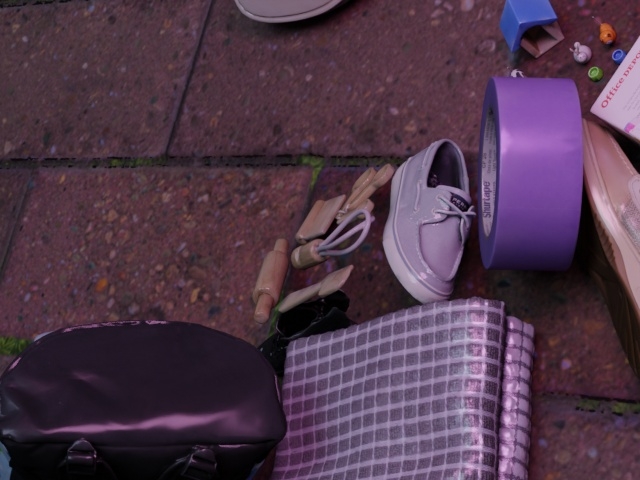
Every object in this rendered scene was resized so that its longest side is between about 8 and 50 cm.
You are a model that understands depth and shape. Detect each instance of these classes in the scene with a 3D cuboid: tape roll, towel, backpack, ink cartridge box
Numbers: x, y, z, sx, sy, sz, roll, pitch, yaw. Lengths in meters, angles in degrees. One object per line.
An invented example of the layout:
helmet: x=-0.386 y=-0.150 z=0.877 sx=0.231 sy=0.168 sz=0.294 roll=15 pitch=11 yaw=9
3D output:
tape roll: x=0.202 y=-0.065 z=1.828 sx=0.080 sy=0.189 sz=0.189 roll=2 pitch=64 yaw=-2
towel: x=0.069 y=0.193 z=1.864 sx=0.283 sy=0.121 sz=0.235 roll=-15 pitch=59 yaw=35
backpack: x=-0.204 y=0.212 z=1.962 sx=0.355 sy=0.290 sz=0.273 roll=101 pitch=165 yaw=-49
ink cartridge box: x=0.341 y=-0.124 z=1.810 sx=0.092 sy=0.090 sz=0.143 roll=-55 pitch=45 yaw=4

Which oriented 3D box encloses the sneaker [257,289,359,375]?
sneaker: x=-0.025 y=0.098 z=2.016 sx=0.170 sy=0.089 sz=0.051 roll=-18 pitch=58 yaw=34

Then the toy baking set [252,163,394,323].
toy baking set: x=-0.004 y=0.003 z=1.995 sx=0.197 sy=0.030 sz=0.256 roll=-42 pitch=16 yaw=30

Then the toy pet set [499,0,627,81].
toy pet set: x=0.237 y=-0.207 z=1.961 sx=0.122 sy=0.065 sz=0.114 roll=-36 pitch=49 yaw=21

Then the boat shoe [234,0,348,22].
boat shoe: x=0.045 y=-0.345 z=2.197 sx=0.335 sy=0.095 sz=0.112 roll=-25 pitch=90 yaw=34

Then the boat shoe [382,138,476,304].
boat shoe: x=0.117 y=-0.027 z=1.925 sx=0.081 sy=0.079 sz=0.227 roll=-46 pitch=24 yaw=30

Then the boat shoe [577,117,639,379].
boat shoe: x=0.307 y=0.000 z=1.782 sx=0.098 sy=0.109 sz=0.302 roll=-11 pitch=49 yaw=-5
